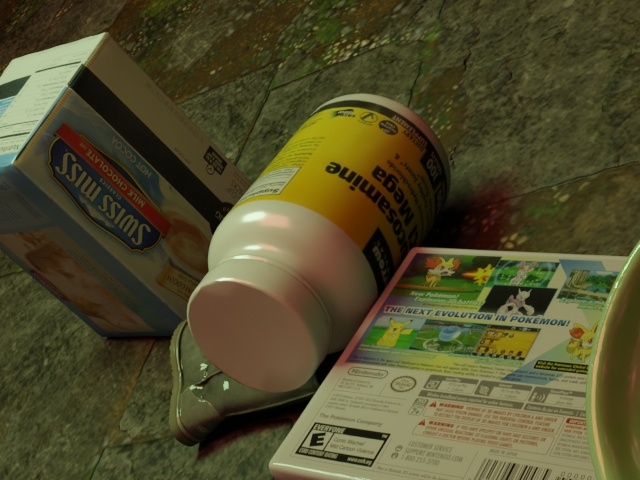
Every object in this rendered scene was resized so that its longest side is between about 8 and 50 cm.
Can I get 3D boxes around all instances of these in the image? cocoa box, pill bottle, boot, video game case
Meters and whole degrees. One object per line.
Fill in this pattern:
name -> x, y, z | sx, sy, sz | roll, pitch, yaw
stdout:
cocoa box -> -0.285, -0.058, 1.624 | 0.231, 0.347, 0.228 | -6, 47, 45
pill bottle -> 0.000, 0.000, 1.309 | 0.188, 0.188, 0.334 | -16, 26, 38
boot -> -0.077, 0.130, 1.414 | 0.208, 0.076, 0.189 | -33, 44, 29
video game case -> 0.156, 0.120, 1.091 | 0.329, 0.036, 0.300 | 2, 43, 38

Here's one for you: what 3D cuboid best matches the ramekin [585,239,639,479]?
ramekin -> 0.336, 0.097, 0.813 | 0.303, 0.148, 0.303 | -37, 42, 43
